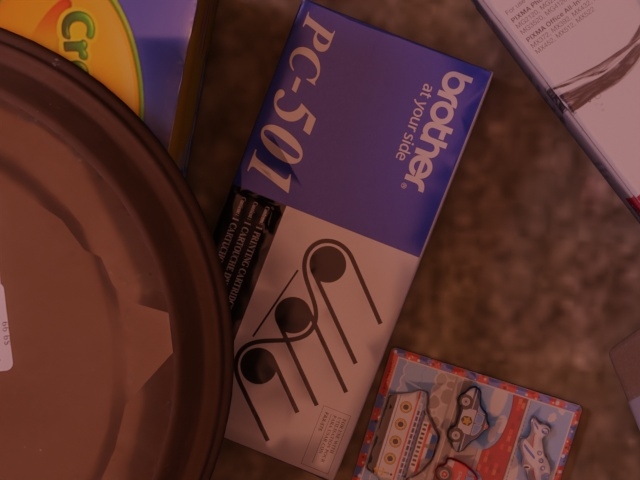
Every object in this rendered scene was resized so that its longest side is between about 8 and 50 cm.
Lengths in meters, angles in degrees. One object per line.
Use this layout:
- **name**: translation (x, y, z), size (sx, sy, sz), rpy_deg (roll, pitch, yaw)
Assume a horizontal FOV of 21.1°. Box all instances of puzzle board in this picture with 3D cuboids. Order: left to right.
- **puzzle board**: translation (0.062, 0.127, 0.834), size (0.096, 0.011, 0.128), rpy_deg (17, 93, 5)

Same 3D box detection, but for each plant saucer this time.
- **plant saucer**: translation (-0.173, 0.047, 0.675), size (0.278, 0.041, 0.278), rpy_deg (0, 93, -3)

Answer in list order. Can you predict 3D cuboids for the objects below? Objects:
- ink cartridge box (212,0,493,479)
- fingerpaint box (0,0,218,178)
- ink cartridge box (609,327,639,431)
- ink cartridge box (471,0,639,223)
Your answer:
- **ink cartridge box**: translation (0.000, 0.000, 0.818), size (0.097, 0.046, 0.207), rpy_deg (22, 94, 3)
- **fingerpaint box**: translation (-0.267, 0.062, 0.774), size (0.371, 0.163, 0.444), rpy_deg (10, 94, -2)
- **ink cartridge box**: translation (0.225, 0.117, 0.696), size (0.088, 0.193, 0.234), rpy_deg (-18, 77, -16)
- **ink cartridge box**: translation (0.135, -0.070, 0.769), size (0.063, 0.109, 0.150), rpy_deg (-37, 88, 7)
